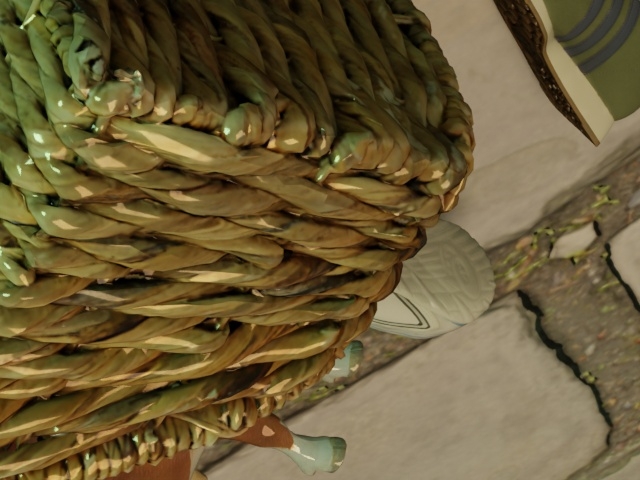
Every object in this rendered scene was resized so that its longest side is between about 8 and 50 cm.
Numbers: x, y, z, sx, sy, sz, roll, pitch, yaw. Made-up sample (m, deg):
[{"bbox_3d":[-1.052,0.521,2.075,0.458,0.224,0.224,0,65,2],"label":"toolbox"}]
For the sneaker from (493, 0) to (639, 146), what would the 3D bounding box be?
[{"bbox_3d":[0.145,-0.135,0.977,0.086,0.064,0.192,-38,140,0],"label":"sneaker"}]

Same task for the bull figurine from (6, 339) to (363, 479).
[{"bbox_3d":[-0.090,0.104,1.044,0.188,0.101,0.310,22,128,-23],"label":"bull figurine"}]

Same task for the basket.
[{"bbox_3d":[-0.097,-0.048,0.742,0.213,0.299,0.223,10,125,-38],"label":"basket"}]

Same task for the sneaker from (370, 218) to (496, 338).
[{"bbox_3d":[0.000,0.000,1.021,0.086,0.085,0.237,-25,141,37],"label":"sneaker"}]
